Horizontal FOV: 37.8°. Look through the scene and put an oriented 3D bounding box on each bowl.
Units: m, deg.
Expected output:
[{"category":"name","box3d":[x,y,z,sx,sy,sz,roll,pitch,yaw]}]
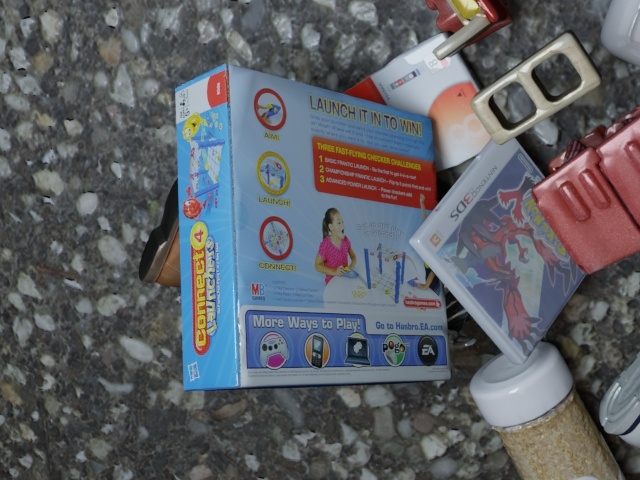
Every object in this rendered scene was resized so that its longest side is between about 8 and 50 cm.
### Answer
[{"category":"bowl","box3d":[0.386,-0.243,0.998,0.142,0.053,0.142,21,114,5]}]

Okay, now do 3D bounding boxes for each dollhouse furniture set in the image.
[{"category":"dollhouse furniture set","box3d":[0.254,-0.168,0.989,0.152,0.201,0.374,-33,92,23]}]

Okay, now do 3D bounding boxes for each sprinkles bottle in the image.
[{"category":"sprinkles bottle","box3d":[0.320,0.302,1.177,0.121,0.121,0.355,-26,102,22]}]

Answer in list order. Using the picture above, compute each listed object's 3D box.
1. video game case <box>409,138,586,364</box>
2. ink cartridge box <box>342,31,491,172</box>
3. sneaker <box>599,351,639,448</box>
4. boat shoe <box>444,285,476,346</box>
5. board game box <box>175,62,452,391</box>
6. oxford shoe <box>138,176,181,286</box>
[{"category":"video game case","box3d":[0.215,0.007,1.058,0.201,0.183,0.023,48,157,-19]},{"category":"ink cartridge box","box3d":[0.108,-0.144,1.113,0.179,0.045,0.145,-29,100,20]},{"category":"sneaker","box3d":[0.442,0.159,1.122,0.095,0.090,0.235,29,119,-11]},{"category":"boat shoe","box3d":[0.146,0.080,1.150,0.306,0.113,0.105,-44,100,8]},{"category":"board game box","box3d":[0.000,0.000,0.972,0.086,0.308,0.301,-13,75,44]},{"category":"oxford shoe","box3d":[-0.164,-0.031,1.224,0.076,0.076,0.212,18,114,-25]}]
